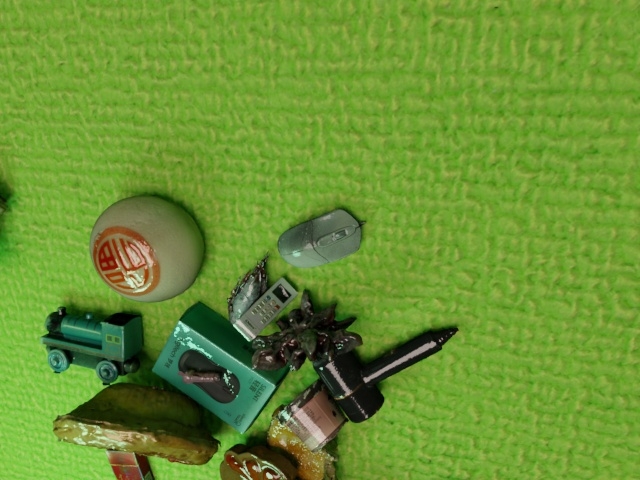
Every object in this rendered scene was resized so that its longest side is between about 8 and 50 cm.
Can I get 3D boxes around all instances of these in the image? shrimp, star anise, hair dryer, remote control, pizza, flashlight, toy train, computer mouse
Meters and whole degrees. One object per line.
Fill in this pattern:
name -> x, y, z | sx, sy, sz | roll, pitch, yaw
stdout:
shrimp -> -0.171, 0.121, 1.252 | 0.090, 0.079, 0.232 | 16, 115, -29
star anise -> -0.040, 0.226, 1.188 | 0.283, 0.212, 0.129 | -11, 119, 27
hair dryer -> 0.164, 0.278, 1.210 | 0.352, 0.107, 0.189 | -34, 95, 16
remote control -> -0.135, 0.166, 1.229 | 0.166, 0.029, 0.065 | -45, 97, -9
pizza -> -0.041, 0.595, 1.373 | 0.223, 0.089, 0.323 | 7, 113, 21
flashlight -> -0.301, 0.340, 1.260 | 0.111, 0.031, 0.052 | -4, 130, 14
toy train -> -0.647, 0.285, 1.425 | 0.299, 0.120, 0.194 | 8, 103, 13
computer mouse -> -0.003, 0.003, 1.161 | 0.229, 0.068, 0.113 | -20, 104, 21

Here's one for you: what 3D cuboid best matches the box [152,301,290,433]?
box -> -0.262, 0.336, 1.328 | 0.311, 0.118, 0.205 | 34, 116, 2

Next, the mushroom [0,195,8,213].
mushroom -> -0.983, -0.029, 1.334 | 0.290, 0.297, 0.297 | -31, 99, -1

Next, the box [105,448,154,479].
box -> -0.603, 0.728, 1.601 | 0.112, 0.048, 0.175 | -7, 107, 18

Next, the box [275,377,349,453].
box -> -0.013, 0.443, 1.261 | 0.135, 0.151, 0.151 | 46, 115, 13

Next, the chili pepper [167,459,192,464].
chili pepper -> -0.411, 0.646, 1.513 | 0.191, 0.059, 0.050 | -5, 100, 20

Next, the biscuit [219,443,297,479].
biscuit -> -0.133, 0.722, 1.393 | 0.381, 0.074, 0.358 | 1, 115, 41

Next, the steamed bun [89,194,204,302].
steamed bun -> -0.440, 0.032, 1.236 | 0.283, 0.177, 0.282 | 5, 111, 14

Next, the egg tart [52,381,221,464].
egg tart -> -0.476, 0.483, 1.352 | 0.444, 0.178, 0.443 | 8, 156, 4
